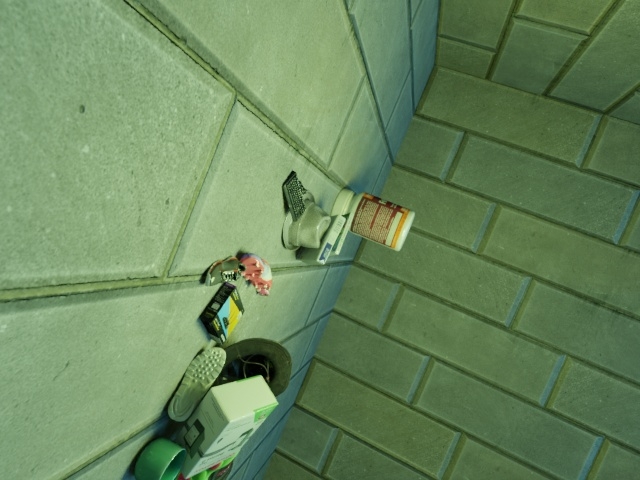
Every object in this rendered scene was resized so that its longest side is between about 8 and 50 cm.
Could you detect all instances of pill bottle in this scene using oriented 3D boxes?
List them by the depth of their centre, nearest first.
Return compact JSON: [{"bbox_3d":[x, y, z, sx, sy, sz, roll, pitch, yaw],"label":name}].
[{"bbox_3d":[0.268,-0.117,2.139,0.224,0.392,0.224,-61,166,-27],"label":"pill bottle"}]

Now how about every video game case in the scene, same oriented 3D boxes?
[{"bbox_3d":[0.050,-0.020,1.799,0.212,0.023,0.193,-12,-128,60],"label":"video game case"}]

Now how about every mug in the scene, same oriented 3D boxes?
[{"bbox_3d":[-0.466,0.644,1.177,0.129,0.097,0.158,-35,146,-67],"label":"mug"}]

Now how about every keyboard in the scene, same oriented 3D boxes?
[{"bbox_3d":[-0.080,-0.158,1.439,0.108,0.023,0.180,-59,152,-32],"label":"keyboard"}]

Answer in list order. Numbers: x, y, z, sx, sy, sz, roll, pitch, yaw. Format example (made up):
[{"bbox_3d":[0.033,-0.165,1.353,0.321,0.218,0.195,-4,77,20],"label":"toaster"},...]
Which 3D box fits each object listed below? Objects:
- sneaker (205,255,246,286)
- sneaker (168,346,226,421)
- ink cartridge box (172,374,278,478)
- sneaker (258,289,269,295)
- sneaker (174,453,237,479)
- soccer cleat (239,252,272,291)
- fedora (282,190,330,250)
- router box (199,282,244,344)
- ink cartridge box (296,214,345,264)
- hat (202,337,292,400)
[{"bbox_3d":[-0.257,0.088,1.143,0.158,0.064,0.061,-42,152,-61],"label":"sneaker"},{"bbox_3d":[-0.372,0.431,1.254,0.235,0.090,0.095,-54,172,-21],"label":"sneaker"},{"bbox_3d":[-0.301,0.576,1.288,0.211,0.121,0.289,6,126,-53],"label":"ink cartridge box"},{"bbox_3d":[-0.210,0.156,1.511,0.119,0.047,0.057,94,1,-55],"label":"sneaker"},{"bbox_3d":[-0.409,0.806,1.534,0.483,0.185,0.202,-58,169,7],"label":"sneaker"},{"bbox_3d":[-0.209,0.087,1.342,0.248,0.083,0.095,75,11,-62],"label":"soccer cleat"},{"bbox_3d":[-0.039,-0.057,1.625,0.244,0.124,0.275,-63,166,-20],"label":"fedora"},{"bbox_3d":[-0.295,0.224,1.260,0.133,0.046,0.179,-60,165,-30],"label":"router box"},{"bbox_3d":[0.000,0.000,1.786,0.223,0.045,0.224,-64,-158,-13],"label":"ink cartridge box"},{"bbox_3d":[-0.270,0.447,1.451,0.134,0.331,0.332,47,-58,58],"label":"hat"}]
